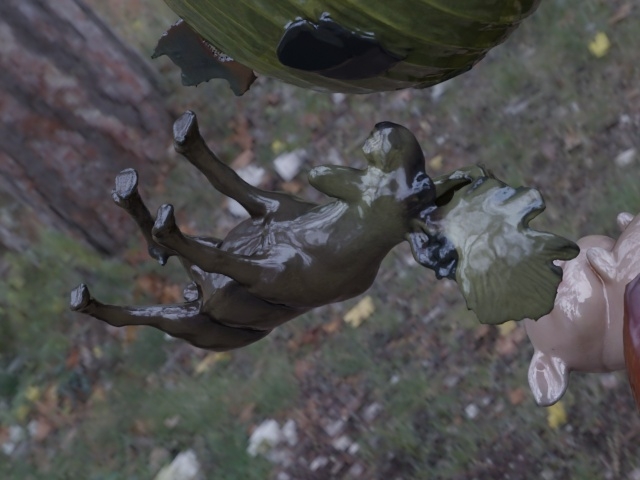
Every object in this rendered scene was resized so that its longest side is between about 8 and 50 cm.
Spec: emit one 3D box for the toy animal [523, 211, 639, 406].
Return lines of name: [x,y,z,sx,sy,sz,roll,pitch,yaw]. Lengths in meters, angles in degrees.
toy animal: [0.317,0.053,1.511,0.250,0.166,0.154,-35,84,40]

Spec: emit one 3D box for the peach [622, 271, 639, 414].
peach: [0.389,0.109,1.041,0.290,0.372,0.373,-43,41,27]

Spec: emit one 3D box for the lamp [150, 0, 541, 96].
lamp: [-0.002,-0.176,0.740,0.284,0.250,0.250,-49,39,29]

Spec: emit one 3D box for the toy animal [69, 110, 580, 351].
toy animal: [0.000,0.000,0.715,0.214,0.186,0.094,-33,41,49]
